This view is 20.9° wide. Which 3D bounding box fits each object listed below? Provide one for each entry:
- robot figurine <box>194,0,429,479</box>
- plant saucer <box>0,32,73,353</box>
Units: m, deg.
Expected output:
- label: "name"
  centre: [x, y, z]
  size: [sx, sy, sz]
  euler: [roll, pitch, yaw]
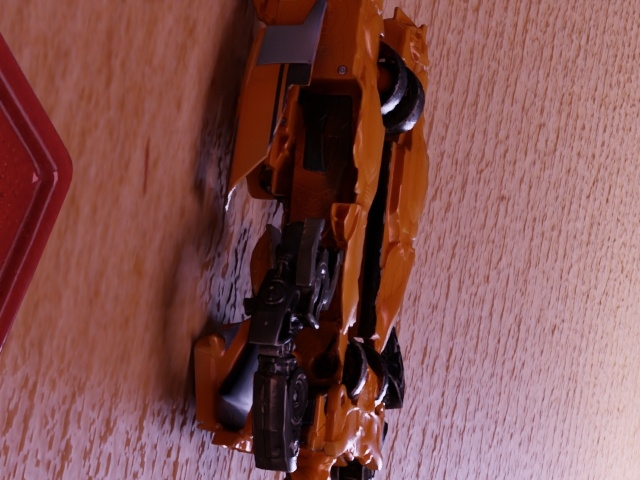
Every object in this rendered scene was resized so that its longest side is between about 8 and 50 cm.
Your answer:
- label: "robot figurine"
  centre: [0.000, 0.000, 0.938]
  size: [0.211, 0.085, 0.291]
  euler: [36, 61, -67]
- label: "plant saucer"
  centre: [-0.161, -0.004, 0.537]
  size: [0.259, 0.047, 0.258]
  euler: [67, 33, -52]
